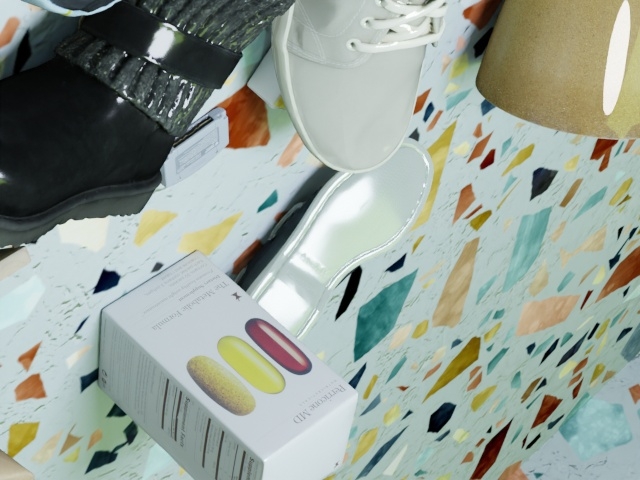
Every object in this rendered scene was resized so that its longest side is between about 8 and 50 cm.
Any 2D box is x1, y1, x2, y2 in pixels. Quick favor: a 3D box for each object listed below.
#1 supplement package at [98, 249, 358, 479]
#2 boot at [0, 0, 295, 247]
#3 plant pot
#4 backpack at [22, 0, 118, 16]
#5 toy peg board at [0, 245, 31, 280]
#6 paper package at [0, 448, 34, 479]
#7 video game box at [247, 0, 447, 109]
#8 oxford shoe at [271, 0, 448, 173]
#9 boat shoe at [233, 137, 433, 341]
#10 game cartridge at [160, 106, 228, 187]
[{"bbox_3d":[-0.098,0.153,1.807,0.139,0.244,0.134,-34,151,-32],"label":"supplement package"},{"bbox_3d":[-0.177,-0.142,1.385,0.260,0.131,0.348,-52,167,21],"label":"boot"},{"bbox_3d":[0.311,-0.275,1.960,0.237,0.237,0.254,-20,127,-48],"label":"plant pot"},{"bbox_3d":[-0.133,-0.312,1.126,0.290,0.273,0.356,73,39,-64],"label":"backpack"},{"bbox_3d":[-0.340,0.020,1.350,0.160,0.161,0.079,-37,114,-50],"label":"toy peg board"},{"bbox_3d":[-0.403,0.247,1.255,0.309,0.168,0.325,-57,166,7],"label":"paper package"},{"bbox_3d":[0.038,-0.213,1.757,0.205,0.048,0.187,-56,156,12],"label":"video game box"},{"bbox_3d":[0.056,-0.232,1.590,0.169,0.130,0.449,-22,137,-30],"label":"oxford shoe"},{"bbox_3d":[0.000,0.000,1.950,0.302,0.091,0.114,-44,111,-11],"label":"boat shoe"},{"bbox_3d":[-0.123,-0.088,1.700,0.083,0.017,0.056,-37,149,-25],"label":"game cartridge"}]
